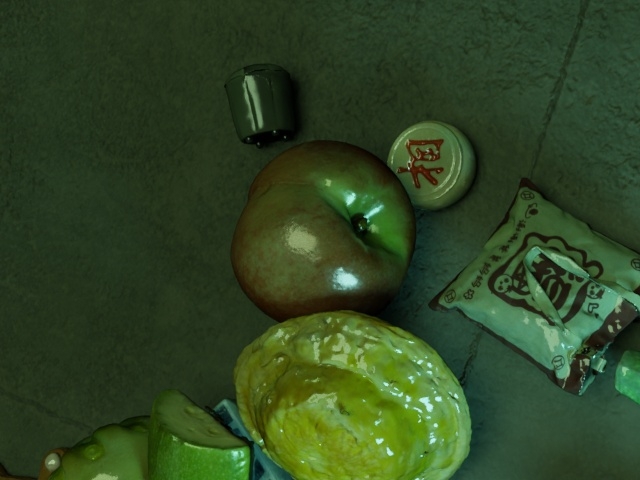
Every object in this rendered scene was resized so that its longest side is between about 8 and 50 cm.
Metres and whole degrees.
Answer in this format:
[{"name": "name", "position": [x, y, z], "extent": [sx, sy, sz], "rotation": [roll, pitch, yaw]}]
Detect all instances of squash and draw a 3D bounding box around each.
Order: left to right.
[{"name": "squash", "position": [-0.183, 0.352, 1.868], "extent": [0.169, 0.093, 0.252], "rotation": [32, 124, 39]}]

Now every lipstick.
[{"name": "lipstick", "position": [-0.064, 0.343, 1.869], "extent": [0.077, 0.076, 0.289], "rotation": [-46, 61, 20]}]

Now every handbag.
[{"name": "handbag", "position": [0.284, 0.060, 1.710], "extent": [0.235, 0.127, 0.213], "rotation": [35, 74, 23]}]

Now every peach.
[{"name": "peach", "position": [0.000, 0.000, 1.811], "extent": [0.252, 0.252, 0.252], "rotation": [-5, 78, 27]}]

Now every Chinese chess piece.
[{"name": "Chinese chess piece", "position": [0.149, -0.101, 1.851], "extent": [0.122, 0.051, 0.122], "rotation": [-5, 79, 27]}]

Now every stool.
[{"name": "stool", "position": [-0.084, -0.192, 1.969], "extent": [0.096, 0.096, 0.110], "rotation": [-16, 79, 25]}]

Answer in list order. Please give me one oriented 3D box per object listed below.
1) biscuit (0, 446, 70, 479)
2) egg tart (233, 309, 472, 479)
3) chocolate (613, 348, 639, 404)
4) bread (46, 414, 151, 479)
[{"name": "biscuit", "position": [-0.411, 0.412, 2.060], "extent": [0.324, 0.049, 0.205], "rotation": [-2, 79, 26]}, {"name": "egg tart", "position": [0.028, 0.231, 1.733], "extent": [0.319, 0.128, 0.319], "rotation": [11, 126, 16]}, {"name": "chocolate", "position": [0.478, 0.206, 1.598], "extent": [0.291, 0.110, 0.110], "rotation": [25, 93, 32]}, {"name": "bread", "position": [-0.275, 0.318, 1.934], "extent": [0.261, 0.156, 0.158], "rotation": [-21, 65, -21]}]
